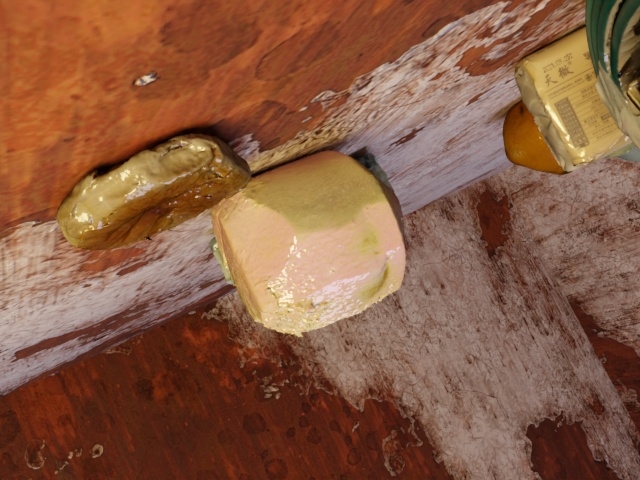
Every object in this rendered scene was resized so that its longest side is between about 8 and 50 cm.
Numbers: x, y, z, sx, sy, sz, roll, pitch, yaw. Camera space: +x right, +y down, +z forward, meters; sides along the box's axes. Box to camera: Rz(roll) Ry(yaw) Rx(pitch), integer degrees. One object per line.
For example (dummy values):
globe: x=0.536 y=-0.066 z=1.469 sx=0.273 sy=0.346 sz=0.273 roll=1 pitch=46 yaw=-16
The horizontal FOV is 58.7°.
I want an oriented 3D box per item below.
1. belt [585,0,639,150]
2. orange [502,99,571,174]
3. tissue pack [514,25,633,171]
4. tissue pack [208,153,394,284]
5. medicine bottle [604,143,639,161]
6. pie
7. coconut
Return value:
belt: x=0.389 y=-0.175 z=0.511 sx=0.173 sy=0.300 sz=0.436 roll=-28 pitch=175 yaw=16
orange: x=0.511 y=-0.235 z=1.232 sx=0.249 sy=0.183 sz=0.249 roll=-27 pitch=174 yaw=-3
tissue pack: x=0.419 y=-0.228 z=0.826 sx=0.222 sy=0.186 sz=0.090 roll=-29 pitch=-179 yaw=13
tissue pack: x=-0.020 y=-0.033 z=1.016 sx=0.316 sy=0.103 sz=0.228 roll=-28 pitch=173 yaw=8
medicine bottle: x=0.576 y=-0.257 z=1.007 sx=0.290 sy=0.244 sz=0.245 roll=-13 pitch=169 yaw=-31
pie: x=-0.156 y=-0.042 z=0.541 sx=0.195 sy=0.046 sz=0.195 roll=-25 pitch=175 yaw=-2
coconut: x=0.000 y=0.000 z=0.763 sx=0.245 sy=0.233 sz=0.233 roll=-21 pitch=174 yaw=-17
